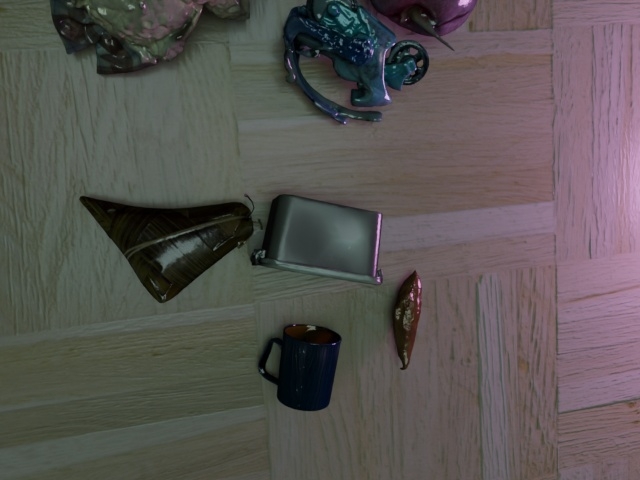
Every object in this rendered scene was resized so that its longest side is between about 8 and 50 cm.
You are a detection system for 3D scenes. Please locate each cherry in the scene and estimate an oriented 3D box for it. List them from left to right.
[{"bbox_3d":[0.187,-0.478,0.991,0.213,0.183,0.266,22,73,-25],"label":"cherry"}]

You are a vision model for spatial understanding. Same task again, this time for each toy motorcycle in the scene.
[{"bbox_3d":[0.050,-0.331,1.010,0.260,0.154,0.206,34,113,-18],"label":"toy motorcycle"}]

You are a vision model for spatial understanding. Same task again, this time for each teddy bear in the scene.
[{"bbox_3d":[-0.241,-0.490,0.913,0.327,0.362,0.376,35,60,-41],"label":"teddy bear"}]

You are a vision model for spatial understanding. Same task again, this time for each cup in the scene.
[{"bbox_3d":[-0.037,0.245,1.095,0.113,0.150,0.138,0,101,-46],"label":"cup"}]

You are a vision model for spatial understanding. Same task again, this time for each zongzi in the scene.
[{"bbox_3d":[-0.263,-0.049,1.001,0.247,0.111,0.241,-37,97,-10],"label":"zongzi"}]

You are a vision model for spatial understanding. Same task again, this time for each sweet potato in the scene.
[{"bbox_3d":[0.175,0.163,1.137,0.068,0.060,0.206,1,92,-40],"label":"sweet potato"}]

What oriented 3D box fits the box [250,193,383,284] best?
[{"bbox_3d":[0.000,0.000,1.037,0.243,0.163,0.135,9,87,-12],"label":"box"}]
